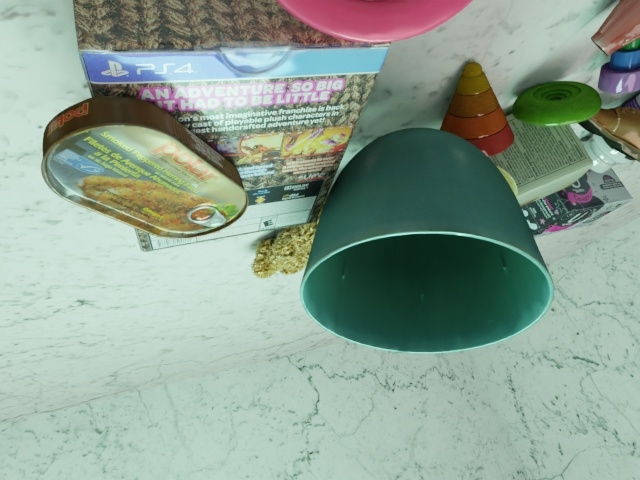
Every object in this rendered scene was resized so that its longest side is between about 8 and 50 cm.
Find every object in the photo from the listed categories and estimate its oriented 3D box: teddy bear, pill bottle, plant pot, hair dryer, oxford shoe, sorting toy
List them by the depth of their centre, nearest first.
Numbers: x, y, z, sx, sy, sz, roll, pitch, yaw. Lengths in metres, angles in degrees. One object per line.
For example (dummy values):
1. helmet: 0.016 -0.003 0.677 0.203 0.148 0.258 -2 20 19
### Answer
1. hair dryer: 0.518 -0.329 0.548 0.294 0.080 0.223 -19 144 3
2. plant pot: 0.133 -0.012 0.563 0.293 0.235 0.293 5 143 4
3. sorting toy: 0.348 -0.252 0.632 0.366 0.127 0.126 -21 127 -4
4. oxford shoe: 0.566 -0.233 0.790 0.212 0.076 0.076 22 117 -17
5. teddy bear: 0.000 0.000 0.851 0.338 0.113 0.245 -28 158 18
6. pill bottle: 0.668 -0.235 0.873 0.108 0.108 0.193 -6 153 -29

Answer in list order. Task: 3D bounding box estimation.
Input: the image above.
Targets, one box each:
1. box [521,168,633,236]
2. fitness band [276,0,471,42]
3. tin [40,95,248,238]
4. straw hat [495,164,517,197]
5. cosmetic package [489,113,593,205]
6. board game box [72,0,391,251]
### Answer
1. box: 0.600 -0.116 1.006 0.247 0.163 0.142 -10 156 -23
2. fitness band: 0.042 -0.271 0.227 0.209 0.054 0.290 0 123 -15
3. tin: -0.139 -0.053 0.355 0.106 0.040 0.190 -21 157 14
4. straw hat: 0.245 -0.099 0.671 0.145 0.061 0.144 9 145 7
5. cosmetic package: 0.312 -0.121 0.773 0.296 0.153 0.129 -22 164 9
6. board game box: -0.100 -0.131 0.440 0.232 0.141 0.291 -11 155 -21
